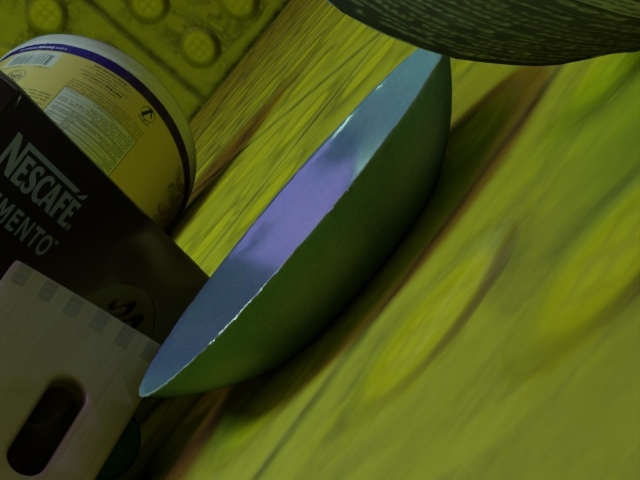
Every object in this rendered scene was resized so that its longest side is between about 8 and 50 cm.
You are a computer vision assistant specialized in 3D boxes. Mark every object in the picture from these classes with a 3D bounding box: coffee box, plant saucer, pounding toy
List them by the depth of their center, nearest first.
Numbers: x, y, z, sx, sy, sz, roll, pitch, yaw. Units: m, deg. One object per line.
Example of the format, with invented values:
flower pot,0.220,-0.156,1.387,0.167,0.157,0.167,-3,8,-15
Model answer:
plant saucer,0.000,0.000,0.766,0.195,0.037,0.195,-48,7,8
pounding toy,-0.165,0.144,0.852,0.181,0.094,0.206,-61,3,-36
coffee box,-0.187,0.012,0.973,0.168,0.119,0.297,-50,-25,-6

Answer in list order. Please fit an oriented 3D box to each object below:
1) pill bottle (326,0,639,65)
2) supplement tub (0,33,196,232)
pill bottle,0.066,-0.147,0.459,0.204,0.204,0.361,-50,8,-3
supplement tub,-0.286,-0.020,1.769,0.241,0.241,0.331,-43,10,43
